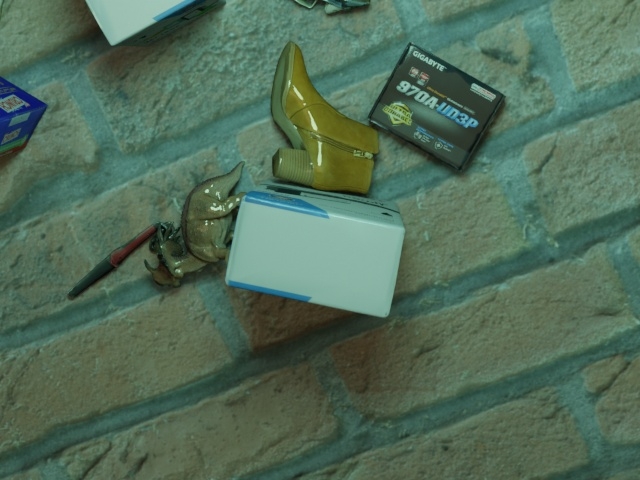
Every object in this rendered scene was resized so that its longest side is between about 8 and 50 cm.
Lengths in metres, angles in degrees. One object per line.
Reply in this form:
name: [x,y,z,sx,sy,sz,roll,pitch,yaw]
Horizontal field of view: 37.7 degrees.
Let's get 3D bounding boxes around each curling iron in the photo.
curling iron: [-0.418,0.046,1.965,0.274,0.035,0.068,-31,97,8]

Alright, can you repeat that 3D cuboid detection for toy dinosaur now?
toy dinosaur: [-0.240,-0.031,1.889,0.200,0.127,0.296,14,92,1]

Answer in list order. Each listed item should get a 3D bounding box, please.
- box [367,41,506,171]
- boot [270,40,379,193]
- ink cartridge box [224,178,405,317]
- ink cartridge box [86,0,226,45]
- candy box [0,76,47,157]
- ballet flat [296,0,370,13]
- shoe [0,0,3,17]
box: [0.229,-0.265,1.863,0.220,0.051,0.175,29,101,-2]
boot: [0.013,-0.240,1.865,0.211,0.104,0.295,6,77,-20]
ink cartridge box: [0.000,0.000,1.753,0.285,0.395,0.166,11,98,1]
ink cartridge box: [-0.320,-0.492,1.744,0.198,0.270,0.197,-26,99,8]
candy box: [-0.731,-0.282,1.807,0.317,0.268,0.122,31,105,-2]
ballet flat: [0.004,-0.482,1.840,0.188,0.070,0.070,21,101,1]
shoe: [-0.660,-0.521,1.865,0.076,0.058,0.219,10,101,1]
